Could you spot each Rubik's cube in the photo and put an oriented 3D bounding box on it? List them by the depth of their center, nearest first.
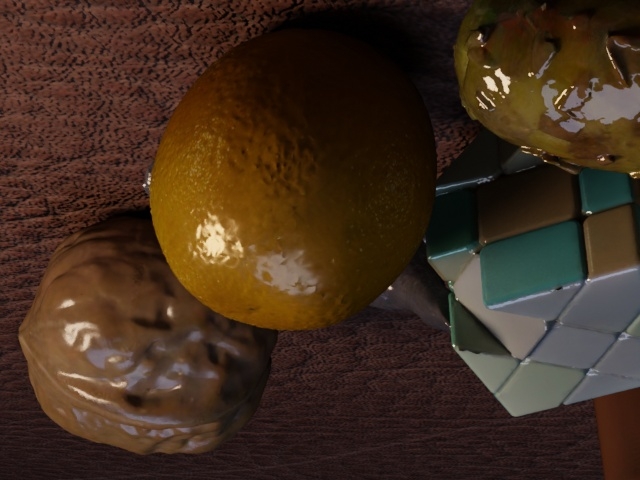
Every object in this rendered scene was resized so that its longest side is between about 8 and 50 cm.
[{"bbox_3d":[0.212,0.005,1.405,0.224,0.213,0.265,-16,141,20],"label":"Rubik's cube"}]

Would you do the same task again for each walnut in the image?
[{"bbox_3d":[-0.178,0.098,1.763,0.273,0.227,0.273,3,159,1],"label":"walnut"}]

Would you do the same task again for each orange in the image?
[{"bbox_3d":[-0.019,-0.045,1.299,0.236,0.236,0.236,7,161,2],"label":"orange"}]

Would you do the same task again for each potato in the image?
[{"bbox_3d":[0.236,-0.115,1.134,0.298,0.141,0.176,4,164,13],"label":"potato"}]

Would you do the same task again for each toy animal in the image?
[{"bbox_3d":[0.031,0.005,1.593,0.367,0.081,0.206,28,-164,26],"label":"toy animal"}]

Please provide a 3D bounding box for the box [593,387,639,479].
[{"bbox_3d":[0.421,0.137,1.563,0.339,0.229,0.239,-10,154,15],"label":"box"}]
